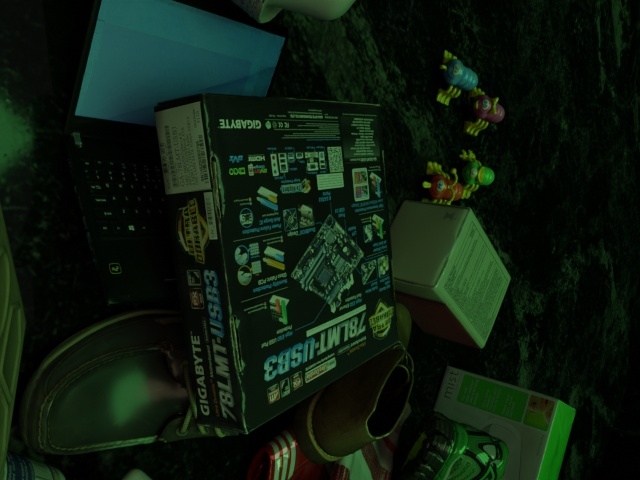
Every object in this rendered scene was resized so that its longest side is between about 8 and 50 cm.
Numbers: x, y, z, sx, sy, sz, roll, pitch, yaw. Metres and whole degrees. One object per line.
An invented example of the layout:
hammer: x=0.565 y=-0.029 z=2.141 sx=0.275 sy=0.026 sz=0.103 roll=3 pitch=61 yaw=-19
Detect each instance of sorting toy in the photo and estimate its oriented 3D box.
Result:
sorting toy: x=-0.239 y=0.093 z=0.430 sx=0.038 sy=0.193 sz=0.208 roll=0 pitch=58 yaw=-20

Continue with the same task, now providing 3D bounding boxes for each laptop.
laptop: x=-0.110 y=-0.090 z=0.606 sx=0.234 sy=0.136 sz=0.264 roll=-2 pitch=66 yaw=-49

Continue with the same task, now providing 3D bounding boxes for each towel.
towel: x=0.071 y=0.332 z=0.905 sx=0.237 sy=0.037 sz=0.329 roll=69 pitch=32 yaw=-45

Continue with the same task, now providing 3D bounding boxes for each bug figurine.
bug figurine: x=0.255 y=-0.181 z=1.072 sx=0.216 sy=0.072 sz=0.279 roll=0 pitch=98 yaw=-50

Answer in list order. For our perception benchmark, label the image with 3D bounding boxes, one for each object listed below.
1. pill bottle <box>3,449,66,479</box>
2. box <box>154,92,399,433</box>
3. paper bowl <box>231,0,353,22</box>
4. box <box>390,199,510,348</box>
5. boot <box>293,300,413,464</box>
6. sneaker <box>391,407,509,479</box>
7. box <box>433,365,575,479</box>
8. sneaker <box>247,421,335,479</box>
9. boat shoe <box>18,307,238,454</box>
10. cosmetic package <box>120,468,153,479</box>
pill bottle: x=-0.300 y=0.208 z=0.494 sx=0.169 sy=0.094 sz=0.094 roll=47 pitch=63 yaw=-44
box: x=-0.022 y=0.004 z=0.639 sx=0.295 sy=0.073 sz=0.293 roll=-15 pitch=102 yaw=-54
paper bowl: x=0.018 y=-0.329 z=0.577 sx=0.148 sy=0.284 sz=0.284 roll=37 pitch=66 yaw=-10
box: x=0.208 y=0.059 z=1.030 sx=0.232 sy=0.127 sz=0.148 roll=47 pitch=64 yaw=-44
boot: x=0.084 y=0.165 z=0.798 sx=0.112 sy=0.115 sz=0.305 roll=57 pitch=33 yaw=-11
sneaker: x=0.195 y=0.401 z=1.003 sx=0.343 sy=0.146 sz=0.134 roll=105 pitch=5 yaw=-55
box: x=0.325 y=0.402 z=1.164 sx=0.127 sy=0.231 sz=0.262 roll=34 pitch=73 yaw=-48
sneaker: x=-0.039 y=0.340 z=0.866 sx=0.128 sy=0.087 sz=0.221 roll=-24 pitch=124 yaw=-20
boat shoe: x=-0.127 y=0.140 z=0.653 sx=0.355 sy=0.130 sz=0.132 roll=-11 pitch=106 yaw=-48
cosmetic package: x=-0.232 y=0.455 z=0.499 sx=0.453 sy=0.230 sz=0.161 roll=-46 pitch=168 yaw=-32
